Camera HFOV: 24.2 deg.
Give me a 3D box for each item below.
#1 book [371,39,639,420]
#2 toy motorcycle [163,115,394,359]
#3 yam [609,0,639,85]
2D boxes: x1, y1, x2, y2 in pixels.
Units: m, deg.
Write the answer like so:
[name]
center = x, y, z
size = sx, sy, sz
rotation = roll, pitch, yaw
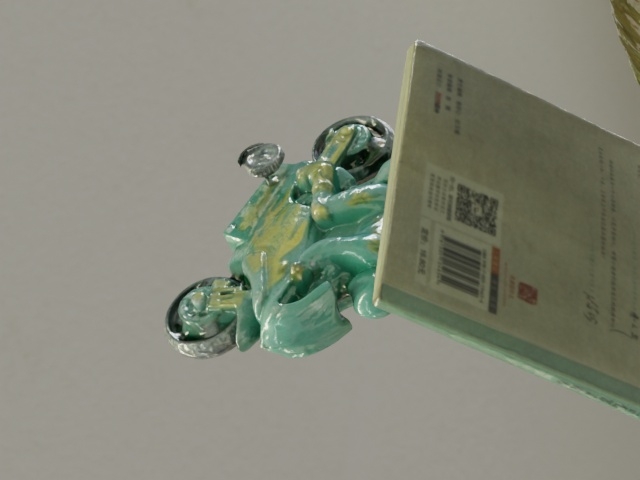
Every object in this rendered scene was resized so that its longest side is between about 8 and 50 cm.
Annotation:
[book]
center = 0.165, 0.008, 0.904
size = 0.283, 0.025, 0.214
rotation = 25, -132, -16
[toy motorcycle]
center = 0.001, -0.001, 1.319
size = 0.296, 0.198, 0.109
rotation = -55, -39, -26
[yam]
center = 0.106, -0.067, 0.410
size = 0.132, 0.054, 0.054
rotation = 29, -125, -71
